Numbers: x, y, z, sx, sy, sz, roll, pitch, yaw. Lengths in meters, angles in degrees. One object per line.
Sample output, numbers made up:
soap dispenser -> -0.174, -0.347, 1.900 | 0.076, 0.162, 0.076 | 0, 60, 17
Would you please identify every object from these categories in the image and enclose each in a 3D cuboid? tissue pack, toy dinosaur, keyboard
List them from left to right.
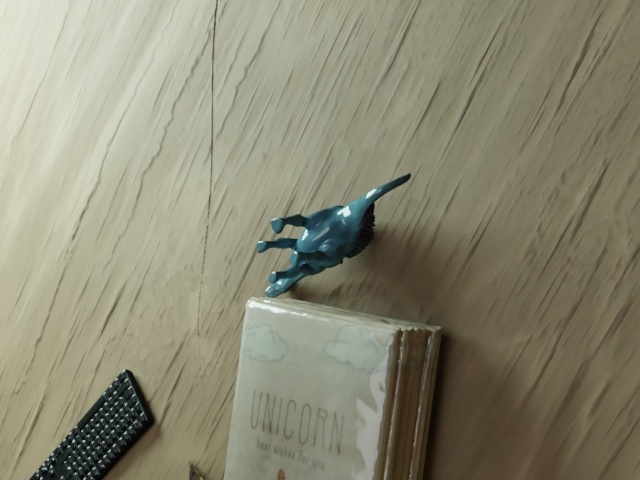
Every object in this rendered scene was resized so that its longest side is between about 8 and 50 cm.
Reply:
keyboard -> -0.227, 0.207, 1.230 | 0.204, 0.013, 0.061 | -47, 58, 29
tissue pack -> -0.005, 0.214, 0.994 | 0.170, 0.071, 0.325 | 10, 94, 45
toy dinosaur -> 0.000, 0.000, 0.999 | 0.197, 0.080, 0.045 | -42, 66, 45

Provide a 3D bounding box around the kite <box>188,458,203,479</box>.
kite -> -0.107, 0.237, 1.095 | 0.125, 0.008, 0.222 | -105, 20, -44
